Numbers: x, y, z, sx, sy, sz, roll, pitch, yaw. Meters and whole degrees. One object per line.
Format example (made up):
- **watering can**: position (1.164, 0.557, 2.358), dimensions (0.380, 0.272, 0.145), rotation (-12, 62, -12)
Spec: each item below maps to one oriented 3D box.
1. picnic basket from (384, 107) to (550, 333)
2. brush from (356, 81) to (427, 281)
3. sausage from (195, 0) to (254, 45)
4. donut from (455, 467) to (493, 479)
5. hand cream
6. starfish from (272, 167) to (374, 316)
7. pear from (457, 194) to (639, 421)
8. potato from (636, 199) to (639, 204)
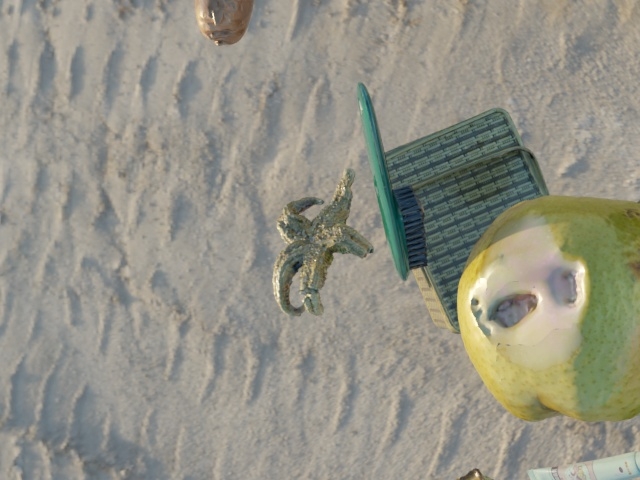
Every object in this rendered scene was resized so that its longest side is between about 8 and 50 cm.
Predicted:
- **picnic basket**: position (0.235, -0.033, 1.273), dimensions (0.228, 0.175, 0.312), rotation (-22, 86, -1)
- **brush**: position (0.055, -0.039, 0.585), dimensions (0.032, 0.193, 0.043), rotation (-16, 48, -1)
- **sausage**: position (-0.125, -0.408, 1.128), dimensions (0.086, 0.086, 0.289), rotation (-5, 69, 31)
- **donut**: position (0.182, 0.364, 0.856), dimensions (0.141, 0.085, 0.217), rotation (-31, 61, 14)
- **hand cream**: position (0.656, 0.559, 1.945), dimensions (0.331, 0.058, 0.085), rotation (-28, 88, 40)
- **starfish**: position (-0.003, -0.005, 1.011), dimensions (0.150, 0.053, 0.209), rotation (16, 66, 29)
- **pear**: position (0.185, 0.053, 0.597), dimensions (0.178, 0.178, 0.178), rotation (1, 93, 31)
- **potato**: position (0.624, 0.003, 1.248), dimensions (0.242, 0.285, 0.242), rotation (4, 96, 44)
